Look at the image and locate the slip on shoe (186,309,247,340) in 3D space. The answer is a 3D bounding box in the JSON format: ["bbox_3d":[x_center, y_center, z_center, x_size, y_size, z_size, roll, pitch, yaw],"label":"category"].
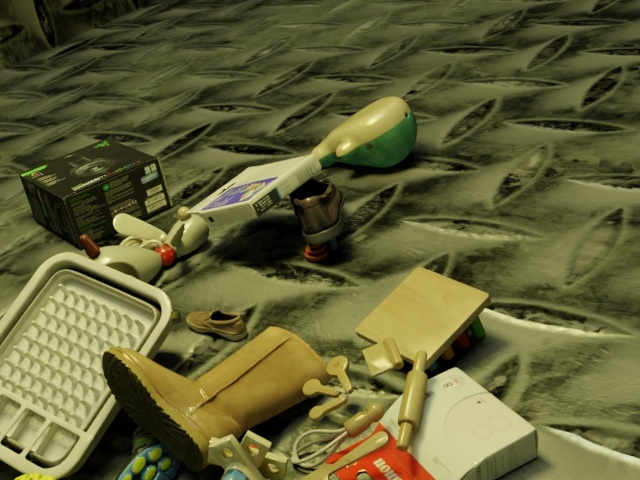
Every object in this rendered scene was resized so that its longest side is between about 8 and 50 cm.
[{"bbox_3d":[-0.186,0.140,1.688,0.135,0.041,0.051,14,37,41],"label":"slip on shoe"}]

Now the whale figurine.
[{"bbox_3d":[0.103,-0.221,2.201,0.272,0.141,0.216,-24,16,37],"label":"whale figurine"}]

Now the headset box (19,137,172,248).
[{"bbox_3d":[-0.531,-0.120,2.234,0.246,0.131,0.283,-27,30,-28],"label":"headset box"}]

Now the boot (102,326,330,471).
[{"bbox_3d":[-0.154,0.198,1.421,0.236,0.089,0.269,43,44,16],"label":"boot"}]

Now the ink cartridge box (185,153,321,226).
[{"bbox_3d":[-0.134,-0.098,1.910,0.208,0.045,0.206,-5,27,47],"label":"ink cartridge box"}]

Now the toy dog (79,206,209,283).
[{"bbox_3d":[-0.368,0.010,1.884,0.220,0.161,0.334,-2,29,19],"label":"toy dog"}]

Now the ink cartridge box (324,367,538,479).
[{"bbox_3d":[0.143,0.274,1.284,0.232,0.066,0.189,-18,28,-21],"label":"ink cartridge box"}]

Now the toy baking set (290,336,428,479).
[{"bbox_3d":[0.054,0.246,1.338,0.197,0.030,0.256,-15,39,26],"label":"toy baking set"}]

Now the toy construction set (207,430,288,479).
[{"bbox_3d":[-0.083,0.376,1.099,0.215,0.151,0.328,-3,39,18],"label":"toy construction set"}]

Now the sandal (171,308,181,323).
[{"bbox_3d":[-0.361,0.205,1.600,0.303,0.086,0.120,-34,7,-5],"label":"sandal"}]

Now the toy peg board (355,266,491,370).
[{"bbox_3d":[0.172,0.141,1.523,0.160,0.079,0.161,-43,37,-20],"label":"toy peg board"}]

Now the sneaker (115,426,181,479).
[{"bbox_3d":[-0.242,0.308,1.383,0.078,0.067,0.188,-22,21,32],"label":"sneaker"}]

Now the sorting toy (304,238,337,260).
[{"bbox_3d":[0.000,0.000,1.880,0.061,0.042,0.102,-6,27,11],"label":"sorting toy"}]

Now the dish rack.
[{"bbox_3d":[-0.397,0.196,1.490,0.285,0.072,0.333,19,67,29],"label":"dish rack"}]

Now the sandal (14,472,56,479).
[{"bbox_3d":[-0.433,0.385,1.252,0.317,0.126,0.138,-8,30,27],"label":"sandal"}]

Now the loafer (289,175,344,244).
[{"bbox_3d":[-0.012,-0.089,1.919,0.109,0.095,0.302,-22,21,3],"label":"loafer"}]
